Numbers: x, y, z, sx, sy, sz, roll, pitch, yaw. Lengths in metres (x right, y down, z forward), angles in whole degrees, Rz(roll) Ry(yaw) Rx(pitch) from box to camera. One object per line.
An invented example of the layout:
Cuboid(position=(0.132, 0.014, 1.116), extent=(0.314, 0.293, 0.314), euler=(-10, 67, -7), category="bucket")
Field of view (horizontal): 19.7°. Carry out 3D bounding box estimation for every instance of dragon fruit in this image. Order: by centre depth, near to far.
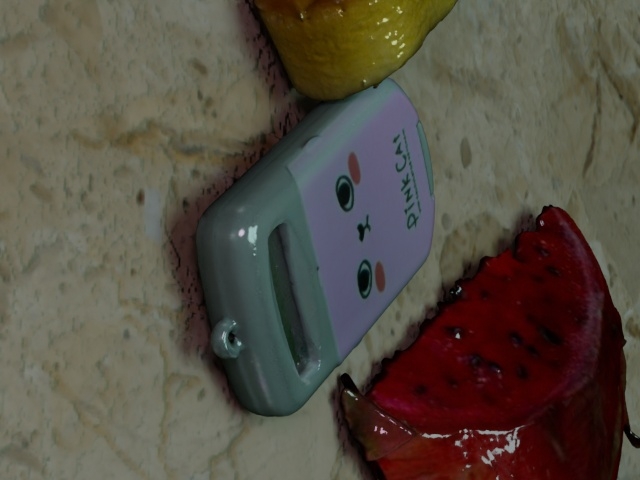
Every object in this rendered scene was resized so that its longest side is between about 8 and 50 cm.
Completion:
Cuboid(position=(0.157, 0.147, 1.285), extent=(0.343, 0.100, 0.282), euler=(-42, 125, -49), category="dragon fruit")

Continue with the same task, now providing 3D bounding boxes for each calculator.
Cuboid(position=(0.000, 0.000, 1.094), extent=(0.246, 0.045, 0.141), euler=(-45, 131, -48), category="calculator")

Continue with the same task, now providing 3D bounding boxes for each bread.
Cuboid(position=(0.046, -0.181, 1.152), extent=(0.245, 0.102, 0.094), euler=(-51, 129, -45), category="bread")
